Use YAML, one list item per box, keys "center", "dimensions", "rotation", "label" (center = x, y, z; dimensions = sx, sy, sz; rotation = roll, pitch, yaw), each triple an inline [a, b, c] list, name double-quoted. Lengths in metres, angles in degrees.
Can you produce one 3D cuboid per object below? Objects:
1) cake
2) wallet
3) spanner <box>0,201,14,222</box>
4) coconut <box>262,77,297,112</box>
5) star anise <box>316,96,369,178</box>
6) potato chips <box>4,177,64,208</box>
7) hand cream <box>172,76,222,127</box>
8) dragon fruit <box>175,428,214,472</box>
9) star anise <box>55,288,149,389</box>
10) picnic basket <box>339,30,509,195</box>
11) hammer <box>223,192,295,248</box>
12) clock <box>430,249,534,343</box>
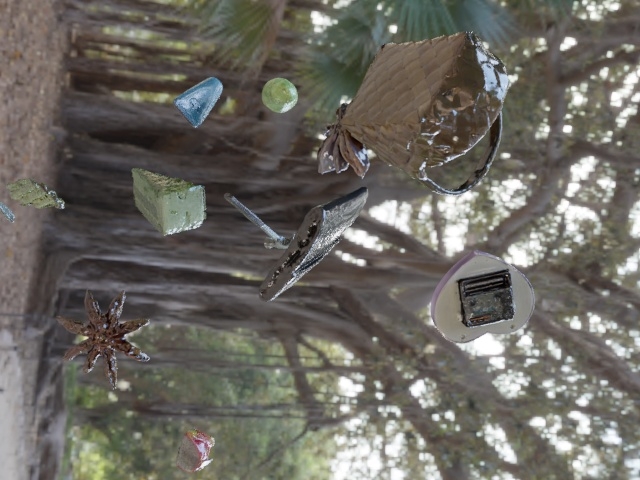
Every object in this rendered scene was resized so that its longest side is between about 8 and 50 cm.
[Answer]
- center: [-0.359, -0.088, 1.732]
  dimensions: [0.235, 0.099, 0.100]
  rotation: [19, -61, 38]
  label: "cake"
- center: [0.000, 0.000, 1.319]
  dimensions: [0.170, 0.044, 0.321]
  rotation: [-56, 172, 16]
  label: "wallet"
- center: [-0.942, -0.155, 2.238]
  dimensions: [0.302, 0.017, 0.071]
  rotation: [58, -1, -42]
  label: "spanner"
- center: [-0.099, -0.351, 1.953]
  dimensions: [0.096, 0.087, 0.088]
  rotation: [-179, -86, -84]
  label: "coconut"
- center: [0.070, -0.243, 1.917]
  dimensions: [0.229, 0.093, 0.236]
  rotation: [-44, -142, 23]
  label: "star anise"
- center: [-0.549, -0.085, 1.552]
  dimensions: [0.207, 0.092, 0.028]
  rotation: [-3, -130, 53]
  label: "potato chips"
- center: [-0.290, -0.345, 1.962]
  dimensions: [0.048, 0.083, 0.224]
  rotation: [-32, -162, 28]
  label: "hand cream"
- center: [-0.230, 0.397, 1.521]
  dimensions: [0.060, 0.056, 0.083]
  rotation: [28, -71, 27]
  label: "dragon fruit"
- center: [-0.608, 0.273, 2.257]
  dimensions: [0.088, 0.288, 0.288]
  rotation: [-58, 153, -85]
  label: "star anise"
- center: [0.263, -0.249, 1.684]
  dimensions: [0.293, 0.337, 0.337]
  rotation: [-61, -170, -13]
  label: "picnic basket"
- center: [-0.150, -0.047, 1.968]
  dimensions: [0.103, 0.246, 0.029]
  rotation: [0, -119, 34]
  label: "hammer"
- center: [0.306, 0.105, 1.516]
  dimensions: [0.064, 0.198, 0.172]
  rotation: [-124, -156, -71]
  label: "clock"
